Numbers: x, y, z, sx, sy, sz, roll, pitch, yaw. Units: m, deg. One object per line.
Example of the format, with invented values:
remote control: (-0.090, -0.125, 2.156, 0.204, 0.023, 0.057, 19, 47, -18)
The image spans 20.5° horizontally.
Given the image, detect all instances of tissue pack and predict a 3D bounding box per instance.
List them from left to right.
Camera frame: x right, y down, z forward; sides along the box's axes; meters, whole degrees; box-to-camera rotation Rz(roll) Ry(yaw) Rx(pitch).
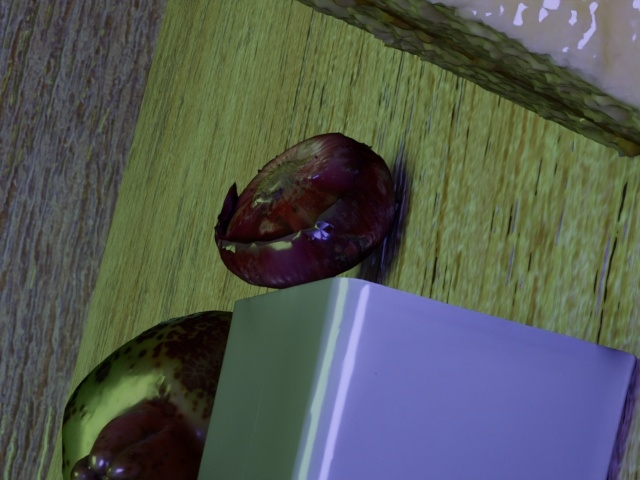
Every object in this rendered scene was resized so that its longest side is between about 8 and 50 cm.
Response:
tissue pack: (0.036, 0.110, 0.942, 0.246, 0.159, 0.136, 165, 120, -74)

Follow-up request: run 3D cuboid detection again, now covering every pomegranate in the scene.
pomegranate: (-0.099, 0.152, 1.255, 0.248, 0.214, 0.214, 13, -85, -66)

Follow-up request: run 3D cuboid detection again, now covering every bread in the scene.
bread: (0.101, -0.158, 0.832, 0.263, 0.236, 0.198, -145, 72, -76)

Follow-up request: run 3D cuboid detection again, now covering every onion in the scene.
onion: (0.000, 0.000, 1.384, 0.150, 0.140, 0.150, -22, 30, 13)
